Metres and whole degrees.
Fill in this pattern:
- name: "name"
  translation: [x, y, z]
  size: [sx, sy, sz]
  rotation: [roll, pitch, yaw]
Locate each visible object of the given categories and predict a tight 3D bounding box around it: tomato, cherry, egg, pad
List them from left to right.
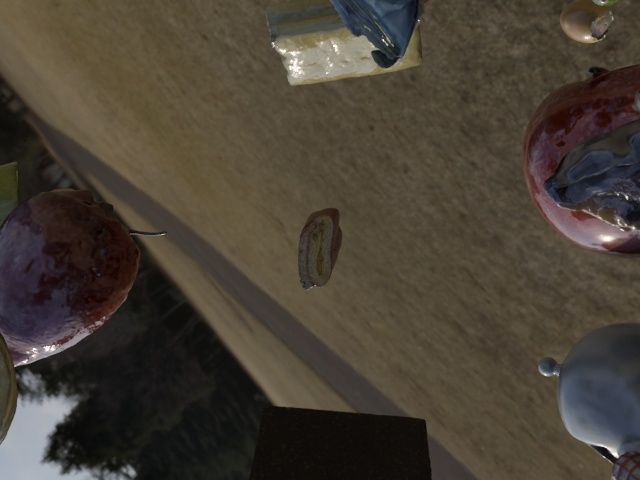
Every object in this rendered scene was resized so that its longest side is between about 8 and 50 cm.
- name: "cherry"
  translation: [-0.349, 0.051, 1.043]
  size: [0.192, 0.249, 0.175]
  rotation: [25, 172, 3]
- name: "pad"
  translation: [0.022, 0.296, 0.907]
  size: [0.330, 0.220, 0.004]
  rotation: [-80, -6, -66]
- name: "egg"
  translation: [0.485, -0.405, 1.449]
  size: [0.096, 0.080, 0.080]
  rotation: [45, 166, 41]
- name: "tomato"
  translation: [0.382, -0.091, 0.964]
  size: [0.270, 0.271, 0.226]
  rotation: [168, 104, -74]

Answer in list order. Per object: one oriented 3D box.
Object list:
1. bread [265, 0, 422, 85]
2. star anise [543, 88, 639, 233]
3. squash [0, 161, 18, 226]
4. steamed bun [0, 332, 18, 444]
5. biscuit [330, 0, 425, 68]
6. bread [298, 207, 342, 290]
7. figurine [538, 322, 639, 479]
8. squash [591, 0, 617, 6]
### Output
- name: "bread"
  translation: [0.035, -0.245, 0.964]
  size: [0.139, 0.178, 0.060]
  rotation: [63, -159, -64]
- name: "star anise"
  translation: [0.241, -0.056, 0.417]
  size: [0.237, 0.229, 0.093]
  rotation: [-14, 133, 27]
- name: "squash"
  translation: [-0.519, -0.013, 1.282]
  size: [0.220, 0.133, 0.220]
  rotation: [162, 90, -81]
- name: "steamed bun"
  translation: [-0.332, 0.172, 0.676]
  size: [0.110, 0.231, 0.212]
  rotation: [51, 174, 3]
- name: "biscuit"
  translation: [0.124, -0.323, 0.729]
  size: [0.186, 0.309, 0.079]
  rotation: [53, -176, 0]
- name: "bread"
  translation: [-0.001, 0.000, 1.445]
  size: [0.192, 0.067, 0.119]
  rotation: [-67, -22, -67]
- name: "figurine"
  translation: [0.437, 0.185, 0.979]
  size: [0.167, 0.281, 0.370]
  rotation: [46, 154, -14]
- name: "squash"
  translation: [0.441, -0.450, 1.215]
  size: [0.069, 0.238, 0.069]
  rotation: [9, 147, 6]
